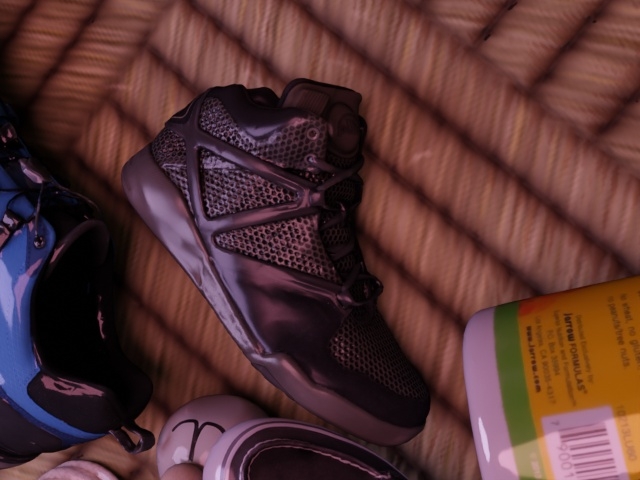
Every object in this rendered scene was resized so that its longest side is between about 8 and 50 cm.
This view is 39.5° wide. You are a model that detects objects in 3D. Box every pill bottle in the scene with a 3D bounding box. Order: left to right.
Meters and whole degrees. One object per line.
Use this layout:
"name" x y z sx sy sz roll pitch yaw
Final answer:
"pill bottle" 0.201 0.074 0.407 0.246 0.136 0.136 -14 89 17

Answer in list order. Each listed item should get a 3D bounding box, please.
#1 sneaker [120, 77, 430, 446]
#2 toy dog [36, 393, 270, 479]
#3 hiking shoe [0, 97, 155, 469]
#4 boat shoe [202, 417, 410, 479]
"sneaker" 0.000 0.000 0.489 0.130 0.087 0.227 -45 75 21
"toy dog" -0.080 0.272 0.492 0.220 0.161 0.333 -21 87 17
"hiking shoe" -0.182 -0.019 0.528 0.132 0.113 0.303 -14 96 24
"boat shoe" 0.048 0.162 0.446 0.228 0.076 0.080 40 62 -12
